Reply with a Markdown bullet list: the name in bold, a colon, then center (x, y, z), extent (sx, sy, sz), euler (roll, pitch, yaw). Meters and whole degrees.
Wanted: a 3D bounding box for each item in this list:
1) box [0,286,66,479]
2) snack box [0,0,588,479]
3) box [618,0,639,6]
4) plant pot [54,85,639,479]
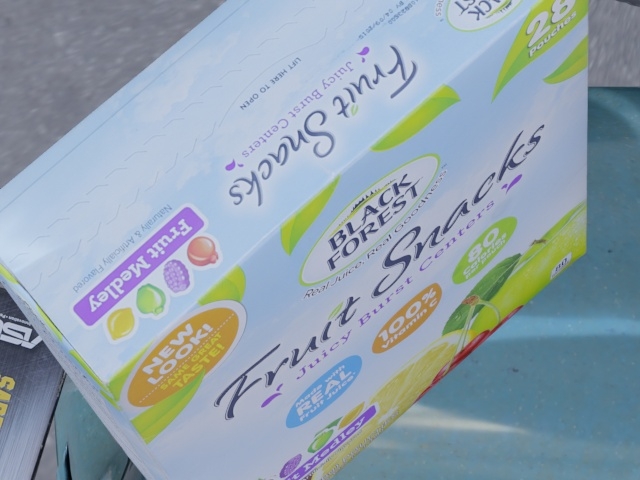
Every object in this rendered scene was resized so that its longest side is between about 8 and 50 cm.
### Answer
- **box**: center (-0.158, 0.130, 0.831), extent (0.056, 0.231, 0.183), euler (17, 73, -6)
- **snack box**: center (0.000, 0.000, 0.612), extent (0.174, 0.207, 0.070), euler (-41, 67, -9)
- **box**: center (0.173, -0.398, 1.309), extent (0.212, 0.293, 0.396), euler (26, 90, 48)
- **plant pot**: center (0.049, 0.064, 1.035), extent (0.334, 0.341, 0.341), euler (4, 104, -20)
